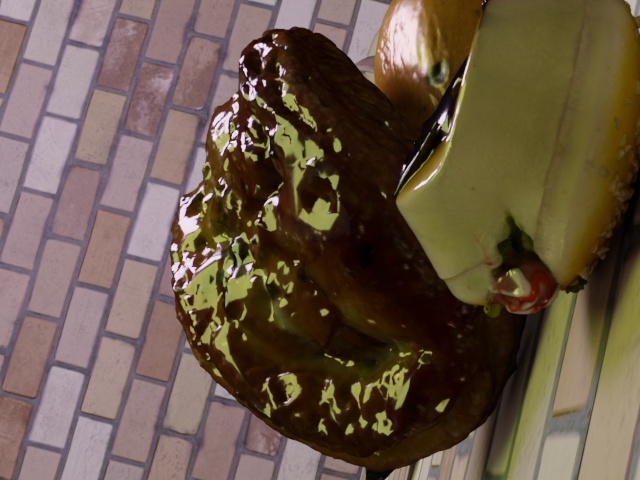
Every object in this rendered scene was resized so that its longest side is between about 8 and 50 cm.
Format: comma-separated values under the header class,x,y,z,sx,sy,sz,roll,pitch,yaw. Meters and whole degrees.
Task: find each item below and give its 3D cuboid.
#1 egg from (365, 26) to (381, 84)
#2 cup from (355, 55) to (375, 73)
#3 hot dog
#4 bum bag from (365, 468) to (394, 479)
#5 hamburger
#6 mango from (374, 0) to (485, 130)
class,x,y,z,sx,sy,sz,roll,pitch,yaw
egg,0.156,-0.235,1.592,0.242,0.186,0.186,120,168,-59
cup,0.049,-0.072,1.503,0.208,0.273,0.288,-51,-11,-22
hot dog,0.000,0.000,0.903,0.387,0.174,0.267,55,136,45
bum bag,0.110,0.161,1.499,0.137,0.074,0.310,98,-171,-62
hamburger,0.114,-0.056,0.631,0.210,0.116,0.173,-61,-6,-66
mango,0.122,-0.087,0.987,0.177,0.120,0.295,123,139,-69
